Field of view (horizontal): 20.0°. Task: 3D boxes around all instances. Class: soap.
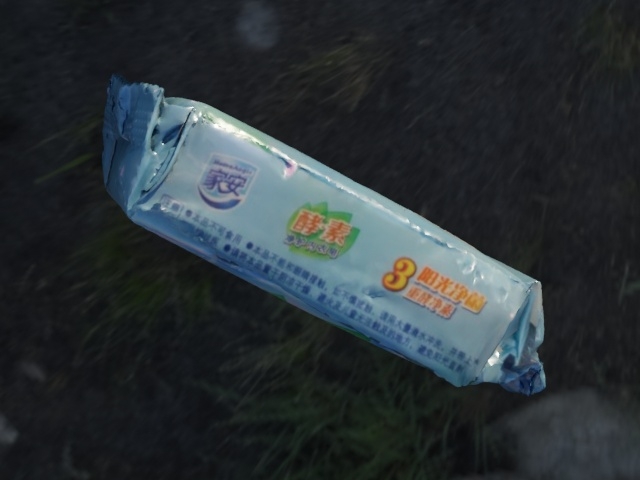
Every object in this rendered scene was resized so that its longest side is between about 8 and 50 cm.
[{"bbox_3d":[0.000,0.000,1.047,0.293,0.156,0.077,27,90,-11],"label":"soap"}]
